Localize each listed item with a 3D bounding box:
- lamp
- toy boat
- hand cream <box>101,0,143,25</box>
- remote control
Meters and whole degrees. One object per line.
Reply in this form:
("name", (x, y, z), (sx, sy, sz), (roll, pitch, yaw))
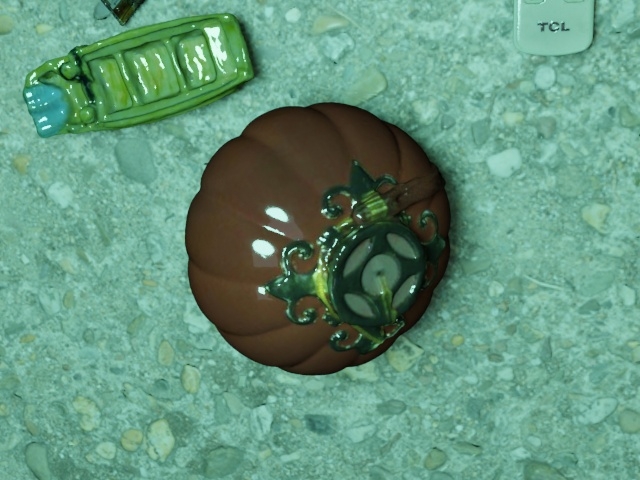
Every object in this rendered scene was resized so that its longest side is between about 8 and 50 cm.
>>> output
("lamp", (0.000, 0.000, 1.012), (0.303, 0.257, 0.303), (-9, 110, -26))
("toy boat", (-0.211, -0.195, 1.096), (0.276, 0.084, 0.111), (-15, 101, 13))
("hand cream", (-0.275, -0.333, 1.090), (0.163, 0.039, 0.062), (44, 109, -10))
("remote control", (0.251, -0.294, 0.987), (0.087, 0.029, 0.190), (2, 108, 12))
